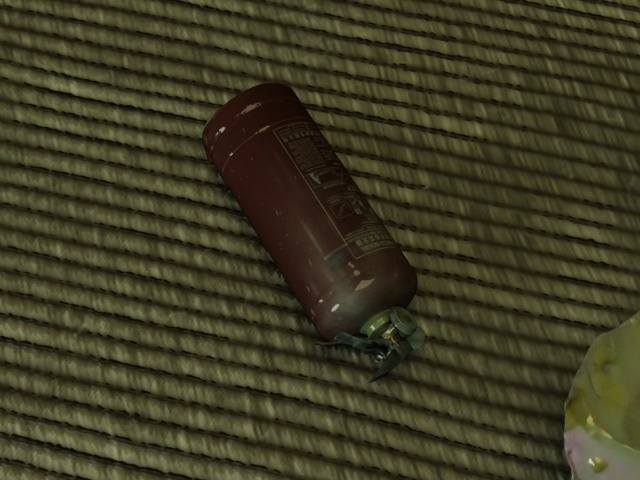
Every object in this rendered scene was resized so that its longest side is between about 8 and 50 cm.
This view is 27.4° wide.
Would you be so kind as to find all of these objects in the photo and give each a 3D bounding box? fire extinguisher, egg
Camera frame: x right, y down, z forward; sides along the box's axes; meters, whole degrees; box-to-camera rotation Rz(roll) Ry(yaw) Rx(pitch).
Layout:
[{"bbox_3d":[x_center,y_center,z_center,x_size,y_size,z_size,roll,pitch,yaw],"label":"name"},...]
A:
[{"bbox_3d":[0.000,0.000,1.067,0.105,0.105,0.269,-26,67,-14],"label":"fire extinguisher"},{"bbox_3d":[0.318,0.104,0.989,0.271,0.162,0.206,-40,99,13],"label":"egg"}]
